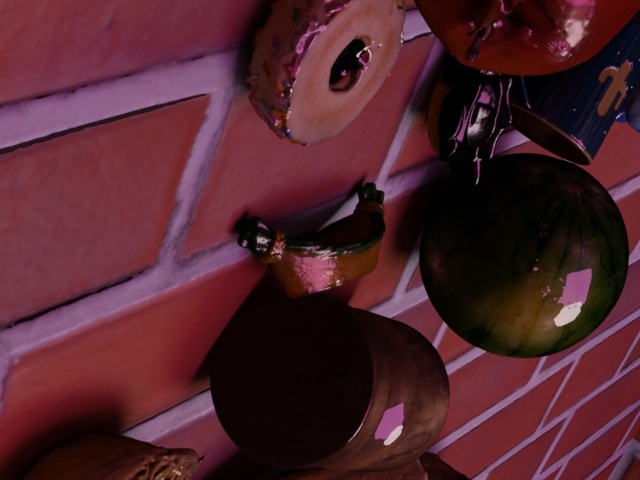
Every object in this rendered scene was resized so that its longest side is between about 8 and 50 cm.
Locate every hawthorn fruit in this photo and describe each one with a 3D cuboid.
[{"bbox_3d":[0.171,-0.228,1.287,0.211,0.211,0.299,100,17,-47],"label":"hawthorn fruit"}]

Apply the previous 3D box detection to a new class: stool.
[{"bbox_3d":[0.018,0.156,1.610,0.179,0.179,0.264,-55,157,4],"label":"stool"}]

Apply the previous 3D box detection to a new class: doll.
[{"bbox_3d":[0.164,-0.172,1.554,0.127,0.088,0.248,-15,131,-26],"label":"doll"}]

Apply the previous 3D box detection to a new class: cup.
[{"bbox_3d":[0.279,-0.193,1.704,0.176,0.131,0.155,39,83,-42],"label":"cup"}]

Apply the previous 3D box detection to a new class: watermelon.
[{"bbox_3d":[0.234,0.017,1.748,0.242,0.242,0.242,-42,155,-25],"label":"watermelon"}]

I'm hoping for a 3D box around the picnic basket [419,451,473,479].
[{"bbox_3d":[0.183,0.529,2.287,0.337,0.337,0.293,-44,155,-21],"label":"picnic basket"}]

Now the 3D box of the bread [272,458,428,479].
[{"bbox_3d":[-0.034,0.411,1.800,0.333,0.143,0.323,-16,143,-19],"label":"bread"}]

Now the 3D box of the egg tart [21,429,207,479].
[{"bbox_3d":[-0.224,0.254,1.408,0.252,0.098,0.232,-34,157,-30],"label":"egg tart"}]

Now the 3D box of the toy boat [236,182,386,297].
[{"bbox_3d":[0.000,0.000,1.495,0.229,0.089,0.088,-21,104,-54],"label":"toy boat"}]

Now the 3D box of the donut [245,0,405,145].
[{"bbox_3d":[0.003,-0.162,1.272,0.174,0.068,0.174,-40,152,-28],"label":"donut"}]

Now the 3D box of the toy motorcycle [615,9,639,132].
[{"bbox_3d":[0.434,-0.258,1.786,0.319,0.182,0.241,-56,-170,3],"label":"toy motorcycle"}]
